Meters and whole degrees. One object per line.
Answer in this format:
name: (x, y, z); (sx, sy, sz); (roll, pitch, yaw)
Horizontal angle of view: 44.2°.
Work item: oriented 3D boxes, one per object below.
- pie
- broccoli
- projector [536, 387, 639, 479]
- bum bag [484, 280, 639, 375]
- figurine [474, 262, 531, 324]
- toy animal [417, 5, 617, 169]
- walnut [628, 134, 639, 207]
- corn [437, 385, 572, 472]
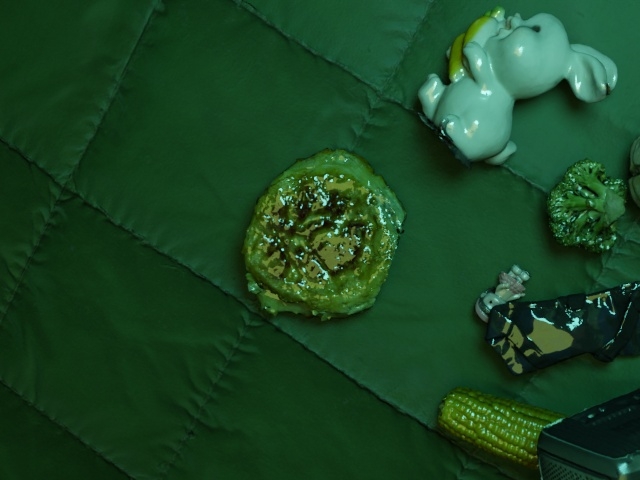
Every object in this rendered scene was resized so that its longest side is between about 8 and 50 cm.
pie: (0.000, 0.000, 1.506); (0.288, 0.103, 0.355); (23, 100, 4)
broccoli: (0.464, -0.060, 1.370); (0.145, 0.138, 0.162); (7, 85, -19)
projector: (0.592, 0.453, 1.266); (0.395, 0.242, 0.405); (-14, 95, -18)
bum bag: (0.452, 0.161, 1.422); (0.310, 0.074, 0.137); (-10, 92, 6)
figurine: (0.340, 0.106, 1.464); (0.072, 0.054, 0.129); (36, 97, -8)
toy animal: (0.327, -0.270, 1.355); (0.310, 0.183, 0.247); (-41, 91, 10)
walnut: (0.629, -0.123, 1.306); (0.230, 0.178, 0.178); (0, 97, 8)
corn: (0.393, 0.362, 1.449); (0.363, 0.120, 0.120); (15, 101, 15)
